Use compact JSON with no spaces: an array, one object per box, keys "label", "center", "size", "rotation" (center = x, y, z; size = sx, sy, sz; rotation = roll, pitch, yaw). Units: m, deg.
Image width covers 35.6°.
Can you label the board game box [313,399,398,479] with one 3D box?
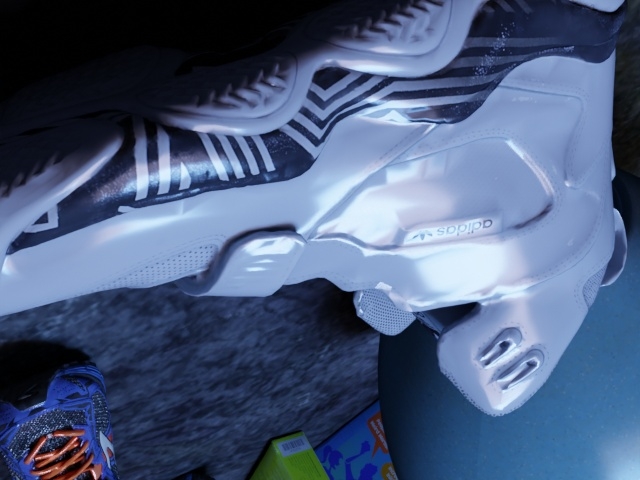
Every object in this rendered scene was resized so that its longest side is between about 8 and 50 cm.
[{"label":"board game box","center":[0.086,0.228,0.938],"size":[0.210,0.160,0.047],"rotation":[-41,148,15]}]

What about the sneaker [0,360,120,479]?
[{"label":"sneaker","center":[-0.166,0.153,0.671],"size":[0.083,0.087,0.221],"rotation":[-24,149,-14]}]

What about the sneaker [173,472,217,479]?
[{"label":"sneaker","center":[-0.170,0.286,0.873],"size":[0.211,0.080,0.081],"rotation":[-24,146,-10]}]

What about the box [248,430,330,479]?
[{"label":"box","center":[-0.037,0.276,0.948],"size":[0.042,0.109,0.178],"rotation":[-10,144,-35]}]

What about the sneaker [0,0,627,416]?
[{"label":"sneaker","center":[0.000,0.000,0.464],"size":[0.366,0.137,0.210],"rotation":[-25,116,-17]}]

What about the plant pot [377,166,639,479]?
[{"label":"plant pot","center":[0.159,0.057,0.670],"size":[0.290,0.290,0.195],"rotation":[-30,129,-3]}]
